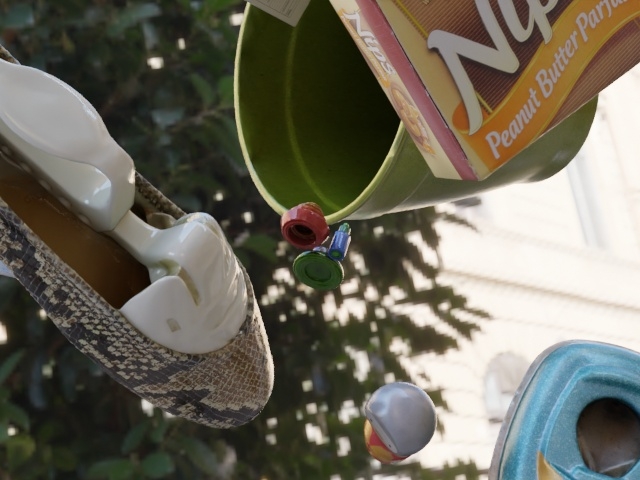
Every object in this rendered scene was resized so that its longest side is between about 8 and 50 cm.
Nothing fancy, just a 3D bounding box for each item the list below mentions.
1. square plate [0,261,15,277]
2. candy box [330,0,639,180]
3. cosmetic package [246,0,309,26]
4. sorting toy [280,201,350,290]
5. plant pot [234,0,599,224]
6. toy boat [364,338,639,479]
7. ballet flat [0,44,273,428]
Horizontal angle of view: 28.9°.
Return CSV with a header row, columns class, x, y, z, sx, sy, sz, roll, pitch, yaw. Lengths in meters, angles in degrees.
class,x,y,z,sx,sy,sz,roll,pitch,yaw
square plate,-0.376,-0.013,1.256,0.344,0.049,0.347,13,0,9
candy box,0.183,-0.209,0.979,0.316,0.183,0.087,-36,14,-12
cosmetic package,-0.059,-0.280,1.340,0.115,0.041,0.060,19,-76,-54
sorting toy,0.000,0.000,1.213,0.061,0.042,0.102,-1,-47,22
plant pot,0.138,-0.193,1.516,0.353,0.366,0.366,2,-24,-35
toy boat,0.192,0.204,1.151,0.318,0.267,0.148,12,-20,2
ballet flat,-0.193,-0.017,1.061,0.483,0.164,0.182,44,-39,-13
